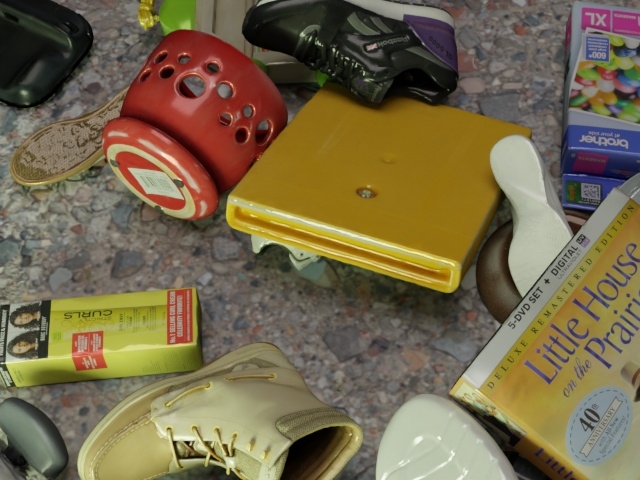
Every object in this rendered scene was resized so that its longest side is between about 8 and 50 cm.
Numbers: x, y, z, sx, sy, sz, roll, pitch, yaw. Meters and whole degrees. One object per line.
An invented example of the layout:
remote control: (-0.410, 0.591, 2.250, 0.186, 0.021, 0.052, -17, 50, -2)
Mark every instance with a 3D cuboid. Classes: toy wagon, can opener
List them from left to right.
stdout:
can opener: (-0.277, 0.279, 1.345, 0.095, 0.076, 0.283, -48, 62, 4)
toy wagon: (-0.078, -0.313, 1.779, 0.344, 0.068, 0.267, -3, 54, 3)

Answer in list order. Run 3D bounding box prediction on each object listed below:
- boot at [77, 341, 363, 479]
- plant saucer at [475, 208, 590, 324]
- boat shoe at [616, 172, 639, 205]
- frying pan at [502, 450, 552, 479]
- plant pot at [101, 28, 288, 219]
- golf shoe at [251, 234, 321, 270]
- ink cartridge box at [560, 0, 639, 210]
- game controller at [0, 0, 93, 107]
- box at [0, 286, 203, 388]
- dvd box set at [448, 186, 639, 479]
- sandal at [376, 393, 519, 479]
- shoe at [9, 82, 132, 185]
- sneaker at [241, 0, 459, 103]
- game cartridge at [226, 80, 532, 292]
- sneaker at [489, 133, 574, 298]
boot: (-0.106, 0.219, 1.340, 0.262, 0.095, 0.203, -25, 32, -21)
plant saucer: (0.284, 0.033, 1.524, 0.198, 0.036, 0.199, -2, 55, 3)
boat shoe: (0.414, -0.067, 1.503, 0.227, 0.081, 0.079, -35, 78, -12)
frying pan: (0.259, 0.246, 1.368, 0.197, 0.053, 0.326, -32, 61, -19)
plant pot: (-0.163, -0.137, 1.582, 0.191, 0.191, 0.174, 26, 62, 21)
golf shoe: (0.000, 0.000, 1.562, 0.176, 0.069, 0.086, 11, 80, 12)
ink cartridge box: (0.404, -0.169, 1.640, 0.185, 0.065, 0.311, 8, 57, 3)
game controller: (-0.478, -0.295, 1.806, 0.319, 0.067, 0.166, 25, 74, 21)
box: (-0.254, 0.112, 1.487, 0.232, 0.058, 0.087, -4, 53, 0)
dvd box set: (0.387, 0.176, 1.332, 0.420, 0.062, 0.307, 39, 64, 10)
sandal: (0.187, 0.334, 1.264, 0.169, 0.102, 0.416, -49, 52, 21)
shoe: (-0.301, -0.130, 1.674, 0.219, 0.058, 0.077, -31, 78, -13)
sneaker: (0.044, -0.238, 1.619, 0.283, 0.107, 0.124, 3, 61, -14)
game cartridge: (0.080, -0.079, 1.557, 0.285, 0.053, 0.324, 17, 37, 15)
sneaker: (0.258, -0.016, 1.496, 0.080, 0.094, 0.212, -15, 75, 19)
